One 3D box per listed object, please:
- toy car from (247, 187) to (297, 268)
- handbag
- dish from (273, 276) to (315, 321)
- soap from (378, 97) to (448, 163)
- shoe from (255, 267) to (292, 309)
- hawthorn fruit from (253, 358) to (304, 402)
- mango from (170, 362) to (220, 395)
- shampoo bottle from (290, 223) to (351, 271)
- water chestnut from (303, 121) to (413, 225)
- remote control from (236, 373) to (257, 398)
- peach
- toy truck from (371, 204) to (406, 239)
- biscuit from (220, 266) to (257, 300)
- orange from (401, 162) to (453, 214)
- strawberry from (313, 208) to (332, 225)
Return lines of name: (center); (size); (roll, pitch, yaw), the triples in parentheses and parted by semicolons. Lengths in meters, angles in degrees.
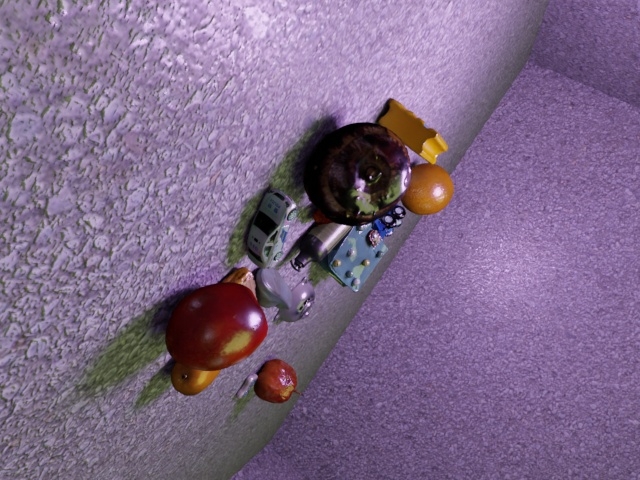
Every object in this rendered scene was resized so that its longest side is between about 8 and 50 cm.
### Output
toy car: (-0.134, -0.025, 1.030); (0.076, 0.090, 0.224); (-25, 146, -47)
handbag: (0.150, 0.059, 1.703); (0.274, 0.100, 0.268); (-50, 128, -9)
dish: (-0.085, 0.270, 1.689); (0.236, 0.086, 0.228); (-53, 162, -7)
soap: (0.337, -0.377, 1.432); (0.096, 0.204, 0.324); (-51, 164, 18)
shoe: (-0.167, 0.164, 1.301); (0.100, 0.103, 0.251); (-14, 150, 12)
hawthorn fruit: (-0.185, 0.691, 1.929); (0.207, 0.243, 0.207); (24, 90, -81)
mango: (-0.337, 0.350, 1.164); (0.219, 0.113, 0.144); (-49, 165, -57)
shampoo bottle: (0.000, 0.000, 1.398); (0.284, 0.101, 0.101); (-47, 161, -24)
water chestnut: (0.095, -0.183, 1.119); (0.300, 0.300, 0.300); (-48, 161, -22)
remote control: (-0.336, 0.669, 1.845); (0.122, 0.032, 0.074); (-56, 163, 6)
peach: (-0.254, 0.206, 0.970); (0.244, 0.199, 0.243); (-16, 178, 0)
toy truck: (0.326, -0.096, 2.026); (0.208, 0.126, 0.113); (-43, 159, -23)
biscuit: (-0.237, 0.203, 1.228); (0.094, 0.054, 0.378); (-47, 160, -27)
orange: (0.529, -0.256, 2.036); (0.274, 0.274, 0.274); (-48, 161, -22)
strawberry: (0.053, -0.090, 1.290); (0.121, 0.188, 0.082); (-8, 93, -31)
